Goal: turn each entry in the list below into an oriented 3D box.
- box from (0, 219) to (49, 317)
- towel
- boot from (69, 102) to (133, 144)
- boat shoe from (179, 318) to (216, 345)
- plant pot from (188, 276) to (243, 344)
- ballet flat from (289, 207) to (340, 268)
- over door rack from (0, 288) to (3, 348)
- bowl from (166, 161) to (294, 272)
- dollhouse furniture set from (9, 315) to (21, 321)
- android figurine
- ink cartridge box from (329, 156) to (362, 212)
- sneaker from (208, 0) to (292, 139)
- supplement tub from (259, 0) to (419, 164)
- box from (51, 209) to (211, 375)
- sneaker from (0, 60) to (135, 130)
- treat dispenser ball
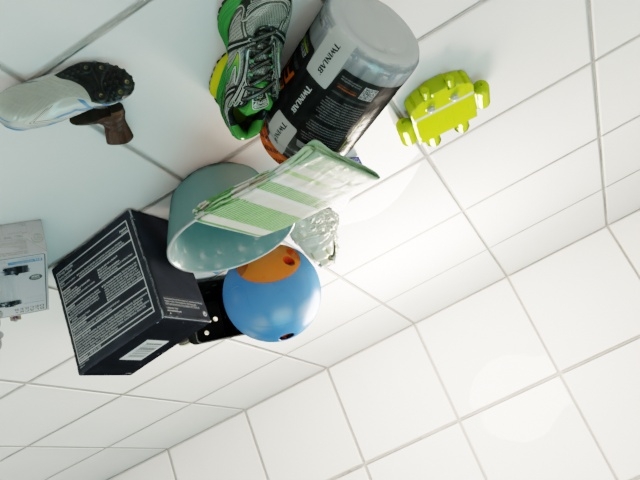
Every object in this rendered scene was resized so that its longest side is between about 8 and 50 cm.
[{"bbox_3d":[-0.720,0.076,1.622,0.169,0.087,0.290,-10,153,-27],"label":"box"},{"bbox_3d":[-0.072,-0.096,1.455,0.324,0.038,0.247,-26,156,28],"label":"towel"},{"bbox_3d":[-0.421,-0.215,1.359,0.106,0.037,0.114,-15,159,-13],"label":"boot"},{"bbox_3d":[-0.430,0.305,2.390,0.152,0.056,0.049,-34,150,1],"label":"boat shoe"},{"bbox_3d":[-0.336,0.230,2.178,0.188,0.188,0.167,-8,165,-30],"label":"plant pot"},{"bbox_3d":[0.000,0.000,1.944,0.146,0.147,0.409,-24,168,3],"label":"ballet flat"},{"bbox_3d":[-0.832,0.111,1.489,0.324,0.108,0.239,21,142,-8],"label":"over door rack"},{"bbox_3d":[-0.232,-0.069,1.660,0.311,0.163,0.312,-20,156,-9],"label":"bowl"},{"bbox_3d":[-0.815,0.187,1.772,0.114,0.081,0.091,-11,153,-24],"label":"dollhouse furniture set"},{"bbox_3d":[0.302,-0.325,1.739,0.248,0.056,0.273,-25,157,5],"label":"android figurine"},{"bbox_3d":[0.040,-0.142,1.890,0.097,0.046,0.207,-13,154,-23],"label":"ink cartridge box"},{"bbox_3d":[-0.111,-0.321,1.276,0.134,0.146,0.344,-13,153,-21],"label":"sneaker"},{"bbox_3d":[0.023,-0.294,1.372,0.207,0.207,0.338,-3,148,-37],"label":"supplement tub"},{"bbox_3d":[-0.463,0.133,1.711,0.296,0.294,0.182,-33,156,22],"label":"box"},{"bbox_3d":[-0.444,-0.252,1.223,0.237,0.085,0.086,-19,-178,-18],"label":"sneaker"},{"bbox_3d":[-0.140,0.151,2.039,0.288,0.288,0.288,-19,155,-9],"label":"treat dispenser ball"}]
